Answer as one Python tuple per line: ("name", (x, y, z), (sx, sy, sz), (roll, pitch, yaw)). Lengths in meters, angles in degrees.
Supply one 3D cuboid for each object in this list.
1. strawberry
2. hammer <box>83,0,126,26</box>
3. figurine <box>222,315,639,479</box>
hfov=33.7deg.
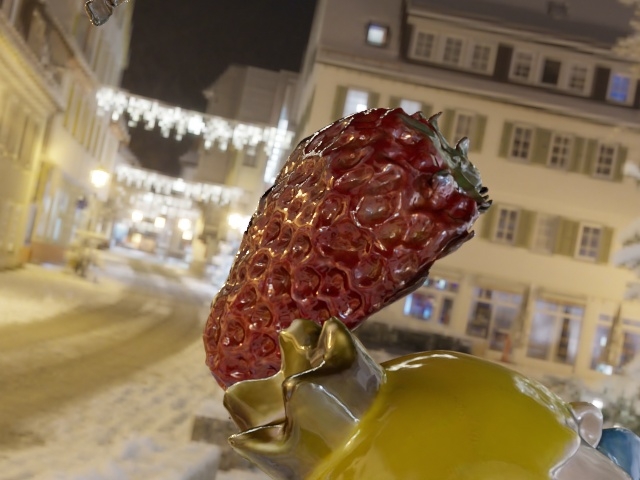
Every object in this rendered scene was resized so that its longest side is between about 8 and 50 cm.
("strawberry", (0.010, -0.010, 0.913), (0.150, 0.280, 0.253), (49, 29, -4))
("hammer", (-0.045, -0.121, 0.434), (0.029, 0.123, 0.014), (57, -24, -9))
("figurine", (0.069, 0.132, 0.334), (0.234, 0.127, 0.185), (51, 20, -27))
